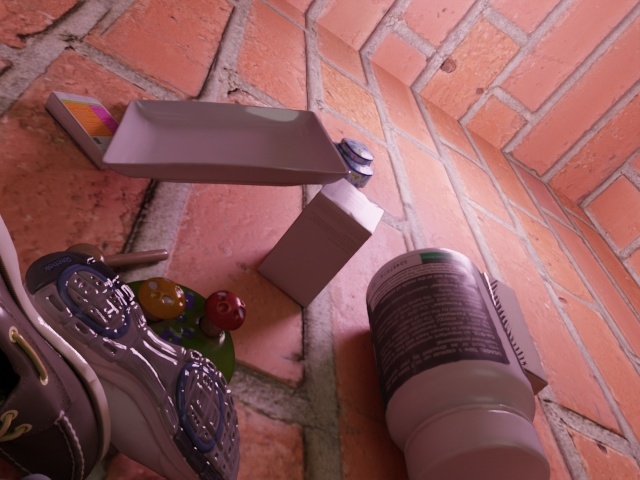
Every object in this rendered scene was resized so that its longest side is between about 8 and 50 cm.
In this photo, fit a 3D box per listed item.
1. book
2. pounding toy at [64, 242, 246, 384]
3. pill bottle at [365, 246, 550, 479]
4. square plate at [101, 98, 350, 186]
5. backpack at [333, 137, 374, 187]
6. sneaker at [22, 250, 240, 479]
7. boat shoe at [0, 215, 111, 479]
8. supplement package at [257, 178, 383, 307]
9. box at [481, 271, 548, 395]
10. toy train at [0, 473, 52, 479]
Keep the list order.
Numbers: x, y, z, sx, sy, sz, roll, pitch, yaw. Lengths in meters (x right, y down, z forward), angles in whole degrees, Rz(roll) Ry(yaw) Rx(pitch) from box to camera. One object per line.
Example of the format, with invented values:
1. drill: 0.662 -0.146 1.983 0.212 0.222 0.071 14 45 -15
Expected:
1. book: -0.351 -0.174 0.910 0.144 0.035 0.096 47 26 12
2. pounding toy: -0.177 0.073 0.677 0.237 0.110 0.183 51 30 20
3. pill bottle: 0.185 0.192 0.840 0.204 0.204 0.361 28 30 -22
4. square plate: -0.154 -0.162 0.948 0.347 0.049 0.344 1 28 -11
5. backpack: 0.079 -0.190 1.395 0.105 0.084 0.114 6 46 -43
6. sneaker: -0.191 0.147 0.562 0.297 0.129 0.111 53 22 -15
7. boat shoe: -0.251 0.094 0.426 0.091 0.109 0.305 -87 166 -59
8. supplement package: 0.000 0.000 0.921 0.105 0.179 0.105 38 28 -3
9. box: 0.344 0.194 1.130 0.094 0.113 0.275 30 28 -15
10. toy train: -0.198 0.194 0.264 0.334 0.142 0.190 36 35 -44
